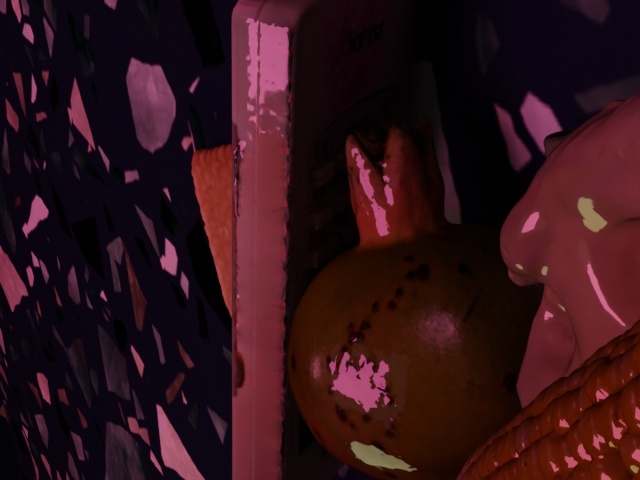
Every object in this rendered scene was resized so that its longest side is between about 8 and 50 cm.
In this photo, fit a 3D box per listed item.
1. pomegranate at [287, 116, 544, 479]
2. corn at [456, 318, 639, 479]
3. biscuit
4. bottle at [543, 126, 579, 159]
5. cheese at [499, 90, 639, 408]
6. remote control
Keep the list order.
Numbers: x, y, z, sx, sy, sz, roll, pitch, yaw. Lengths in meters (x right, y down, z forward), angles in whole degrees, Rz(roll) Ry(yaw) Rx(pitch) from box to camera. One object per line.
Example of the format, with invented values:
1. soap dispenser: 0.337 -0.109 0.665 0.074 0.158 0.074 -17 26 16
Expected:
1. pomegranate: 0.055 0.039 0.615 0.159 0.159 0.205 -5 98 64
2. corn: 0.120 0.055 0.318 0.097 0.097 0.320 64 152 16
3. biscuit: -0.034 -0.004 0.905 0.250 0.030 0.160 -1 105 63
4. bottle: 0.134 -0.014 0.569 0.030 0.030 0.083 4 110 63
5. cheese: 0.193 0.085 0.420 0.318 0.115 0.326 39 138 47
6. remote control: 0.001 0.000 0.694 0.050 0.145 0.343 18 123 26
